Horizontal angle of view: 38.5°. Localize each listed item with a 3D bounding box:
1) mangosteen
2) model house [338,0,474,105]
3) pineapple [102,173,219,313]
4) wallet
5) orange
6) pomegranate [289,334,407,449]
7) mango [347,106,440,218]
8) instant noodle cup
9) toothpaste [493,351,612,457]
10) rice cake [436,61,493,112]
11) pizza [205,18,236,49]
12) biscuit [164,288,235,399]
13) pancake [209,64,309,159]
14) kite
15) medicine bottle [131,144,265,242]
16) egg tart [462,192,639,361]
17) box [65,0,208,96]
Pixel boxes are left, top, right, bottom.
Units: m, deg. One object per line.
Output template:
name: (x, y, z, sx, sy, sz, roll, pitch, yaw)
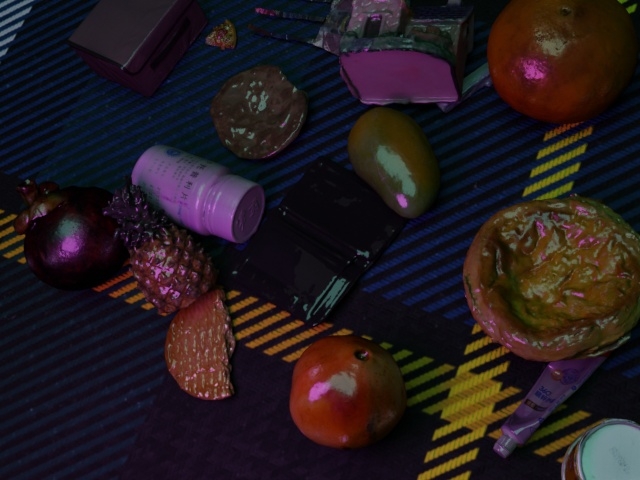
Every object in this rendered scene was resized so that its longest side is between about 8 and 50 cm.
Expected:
mangosteen: (-0.511, -0.023, 1.853, 0.228, 0.265, 0.228, -35, 28, 21)
model house: (0.178, -0.422, 1.840, 0.236, 0.202, 0.238, 2, 66, 24)
pineapple: (-0.326, 0.004, 1.790, 0.157, 0.158, 0.279, -34, 102, 0)
wallet: (0.000, 0.000, 1.822, 0.247, 0.041, 0.323, 31, 76, 24)
orange: (0.459, -0.362, 1.744, 0.283, 0.226, 0.284, -2, 65, 4)
pomegranate: (0.043, 0.264, 1.611, 0.209, 0.209, 0.209, -6, 66, 13)
mango: (0.150, -0.156, 1.800, 0.156, 0.114, 0.251, -25, 58, -12)
instant noodle cup: (0.480, 0.370, 1.474, 0.182, 0.144, 0.182, -6, 66, 13)
toothpaste: (0.406, 0.258, 1.597, 0.301, 0.048, 0.075, -47, 49, -13)
rice cake: (0.318, -0.322, 1.874, 0.180, 0.030, 0.042, -35, 59, -1)
pizza: (-0.230, -0.466, 2.091, 0.078, 0.025, 0.083, -20, 65, 5)
biscuit: (-0.237, 0.214, 1.803, 0.144, 0.033, 0.224, -16, 64, 11)
pancake: (-0.131, -0.277, 1.976, 0.236, 0.042, 0.223, 25, 81, 27)
kite: (0.024, -0.489, 2.034, 0.360, 0.022, 0.204, 16, 73, 17)
medicine bottle: (-0.250, -0.094, 1.871, 0.254, 0.152, 0.152, 20, 74, 23)
egg tart: (0.417, 0.077, 1.609, 0.341, 0.129, 0.341, -11, 53, 14)
box: (-0.407, -0.475, 2.075, 0.188, 0.153, 0.252, 27, 77, 22)
